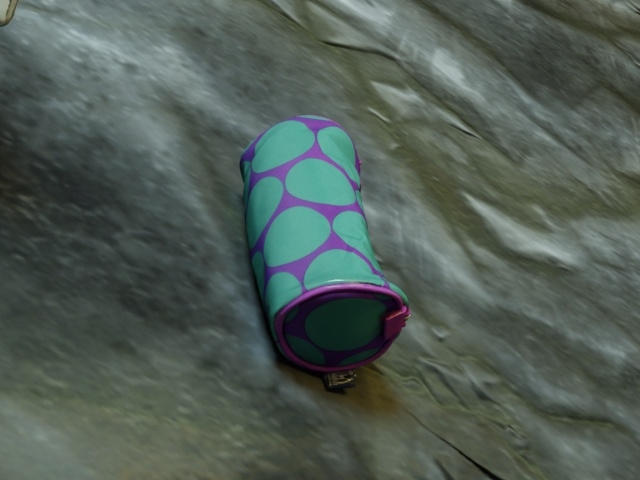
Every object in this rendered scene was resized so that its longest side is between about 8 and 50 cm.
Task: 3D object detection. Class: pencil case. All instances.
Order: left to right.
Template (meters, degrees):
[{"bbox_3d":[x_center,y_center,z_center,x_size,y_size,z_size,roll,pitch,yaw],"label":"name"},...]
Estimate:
[{"bbox_3d":[0.000,0.000,0.753,0.070,0.064,0.151,7,36,-16],"label":"pencil case"}]

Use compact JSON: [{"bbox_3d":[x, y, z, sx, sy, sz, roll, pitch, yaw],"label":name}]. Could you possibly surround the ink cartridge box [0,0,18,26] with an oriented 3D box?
[{"bbox_3d":[-0.315,-0.172,0.608,0.371,0.069,0.176,12,6,-33],"label":"ink cartridge box"}]
